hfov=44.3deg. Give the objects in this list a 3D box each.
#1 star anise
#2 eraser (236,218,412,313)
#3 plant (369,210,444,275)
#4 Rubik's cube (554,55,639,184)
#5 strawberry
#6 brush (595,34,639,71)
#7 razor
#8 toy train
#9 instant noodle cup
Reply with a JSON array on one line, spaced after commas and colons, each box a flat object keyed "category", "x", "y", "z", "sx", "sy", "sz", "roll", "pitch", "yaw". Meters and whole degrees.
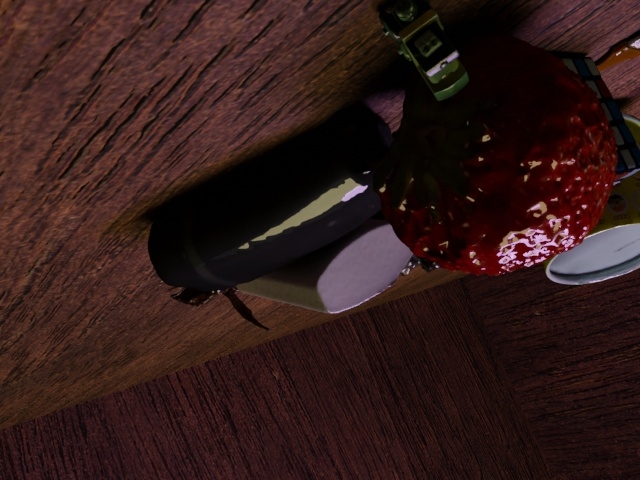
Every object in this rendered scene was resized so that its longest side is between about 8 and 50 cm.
[{"category": "star anise", "x": -0.169, "y": 0.114, "z": 1.443, "sx": 0.158, "sy": 0.144, "sz": 0.140, "roll": -17, "pitch": 176, "yaw": -31}, {"category": "eraser", "x": -0.006, "y": 0.028, "z": 1.181, "sx": 0.174, "sy": 0.094, "sz": 0.270, "roll": -33, "pitch": -161, "yaw": -26}, {"category": "plant", "x": 0.170, "y": -0.049, "z": 1.221, "sx": 0.234, "sy": 0.204, "sz": 0.178, "roll": -24, "pitch": 162, "yaw": -16}, {"category": "Rubik's cube", "x": 0.296, "y": -0.131, "z": 1.074, "sx": 0.182, "sy": 0.184, "sz": 0.187, "roll": -11, "pitch": 163, "yaw": -45}, {"category": "strawberry", "x": 0.212, "y": -0.085, "z": 0.859, "sx": 0.277, "sy": 0.257, "sz": 0.257, "roll": 6, "pitch": 154, "yaw": -33}, {"category": "brush", "x": 0.386, "y": -0.240, "z": 1.177, "sx": 0.314, "sy": 0.017, "sz": 0.090, "roll": -29, "pitch": 168, "yaw": 36}, {"category": "razor", "x": -0.047, "y": -0.037, "z": 1.015, "sx": 0.349, "sy": 0.113, "sz": 0.204, "roll": -26, "pitch": 166, "yaw": 15}, {"category": "toy train", "x": 0.095, "y": -0.177, "z": 0.716, "sx": 0.050, "sy": 0.081, "sz": 0.122, "roll": -32, "pitch": 168, "yaw": 13}, {"category": "instant noodle cup", "x": 0.505, "y": -0.065, "z": 1.485, "sx": 0.311, "sy": 0.221, "sz": 0.311, "roll": -8, "pitch": 150, "yaw": -5}]
